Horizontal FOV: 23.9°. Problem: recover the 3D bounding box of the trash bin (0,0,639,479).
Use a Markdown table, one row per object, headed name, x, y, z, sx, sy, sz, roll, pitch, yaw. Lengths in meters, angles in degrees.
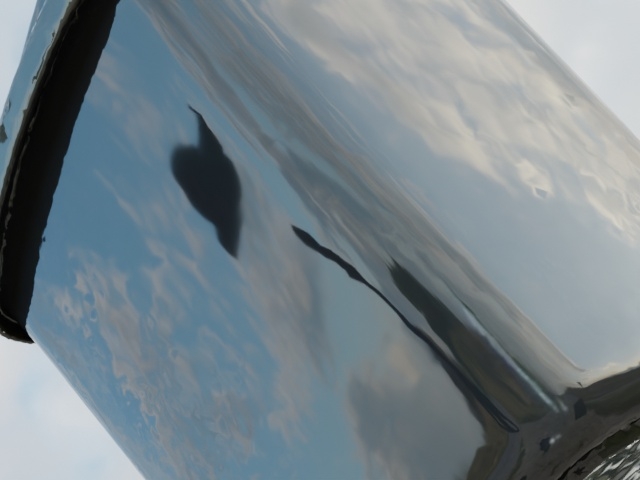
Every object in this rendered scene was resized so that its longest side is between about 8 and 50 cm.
| name | x | y | z | sx | sy | sz | roll | pitch | yaw |
| --- | --- | --- | --- | --- | --- | --- | --- | --- | --- |
| trash bin | 0.000 | 0.000 | 0.531 | 0.182 | 0.290 | 0.209 | -15 | -38 | -40 |
